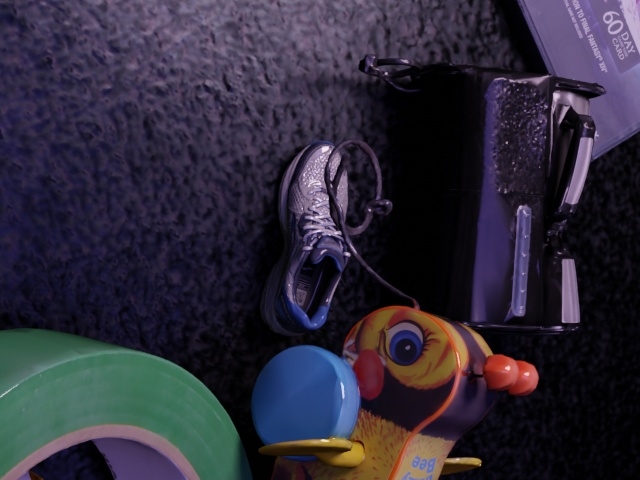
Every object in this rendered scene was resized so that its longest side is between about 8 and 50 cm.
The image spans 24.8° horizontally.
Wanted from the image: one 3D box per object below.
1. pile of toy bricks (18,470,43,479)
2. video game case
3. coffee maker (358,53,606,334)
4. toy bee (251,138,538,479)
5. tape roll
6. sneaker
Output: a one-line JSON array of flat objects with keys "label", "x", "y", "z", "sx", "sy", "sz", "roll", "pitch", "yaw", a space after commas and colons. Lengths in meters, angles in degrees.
[{"label": "pile of toy bricks", "x": -0.265, "y": 0.209, "z": 0.861, "sx": 0.212, "sy": 0.118, "sz": 0.105, "roll": -38, "pitch": 136, "yaw": -34}, {"label": "video game case", "x": 0.263, "y": -0.208, "z": 1.105, "sx": 0.274, "sy": 0.026, "sz": 0.196, "roll": -31, "pitch": 105, "yaw": -19}, {"label": "coffee maker", "x": 0.102, "y": -0.027, "z": 1.006, "sx": 0.171, "sy": 0.120, "sz": 0.178, "roll": 6, "pitch": 89, "yaw": -1}, {"label": "toy bee", "x": 0.040, "y": 0.102, "z": 0.877, "sx": 0.195, "sy": 0.162, "sz": 0.298, "roll": -15, "pitch": 111, "yaw": -50}, {"label": "tape roll", "x": -0.163, "y": 0.213, "z": 0.826, "sx": 0.321, "sy": 0.077, "sz": 0.321, "roll": -16, "pitch": 110, "yaw": -51}, {"label": "sneaker", "x": 0.000, "y": 0.000, "z": 0.979, "sx": 0.052, "sy": 0.058, "sz": 0.135, "roll": 9, "pitch": 88, "yaw": -24}]
